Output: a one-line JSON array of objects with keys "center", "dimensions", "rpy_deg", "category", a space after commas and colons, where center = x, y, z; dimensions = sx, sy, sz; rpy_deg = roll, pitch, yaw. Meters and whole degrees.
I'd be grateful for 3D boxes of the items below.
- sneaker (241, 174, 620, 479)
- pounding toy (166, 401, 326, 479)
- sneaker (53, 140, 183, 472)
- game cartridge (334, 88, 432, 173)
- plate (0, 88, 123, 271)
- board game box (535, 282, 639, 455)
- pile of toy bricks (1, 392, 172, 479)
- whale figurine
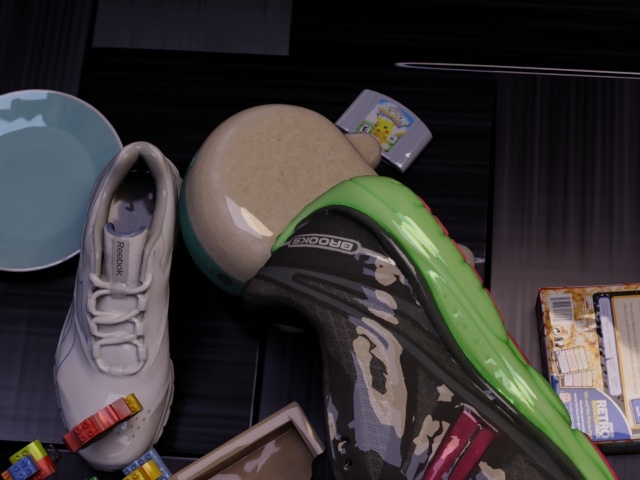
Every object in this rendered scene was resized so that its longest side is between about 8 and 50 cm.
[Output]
[{"center": [0.102, 0.180, 1.207], "dimensions": [0.202, 0.185, 0.483], "rpy_deg": [-33, 68, -1], "category": "sneaker"}, {"center": [-0.058, 0.270, 1.281], "dimensions": [0.206, 0.094, 0.181], "rpy_deg": [-31, 70, -7], "category": "pounding toy"}, {"center": [-0.178, 0.051, 1.349], "dimensions": [0.111, 0.129, 0.297], "rpy_deg": [2, 77, -3], "category": "sneaker"}, {"center": [0.062, -0.106, 1.473], "dimensions": [0.083, 0.017, 0.056], "rpy_deg": [35, 70, 15], "category": "game cartridge"}, {"center": [-0.274, -0.055, 1.462], "dimensions": [0.188, 0.024, 0.188], "rpy_deg": [-1, 67, 1], "category": "plate"}, {"center": [0.293, 0.110, 1.356], "dimensions": [0.193, 0.045, 0.147], "rpy_deg": [-3, 67, 1], "category": "board game box"}, {"center": [-0.221, 0.223, 1.262], "dimensions": [0.212, 0.105, 0.118], "rpy_deg": [-36, 85, 9], "category": "pile of toy bricks"}, {"center": [0.000, 0.000, 1.386], "dimensions": [0.272, 0.141, 0.216], "rpy_deg": [28, 58, -12], "category": "whale figurine"}]
